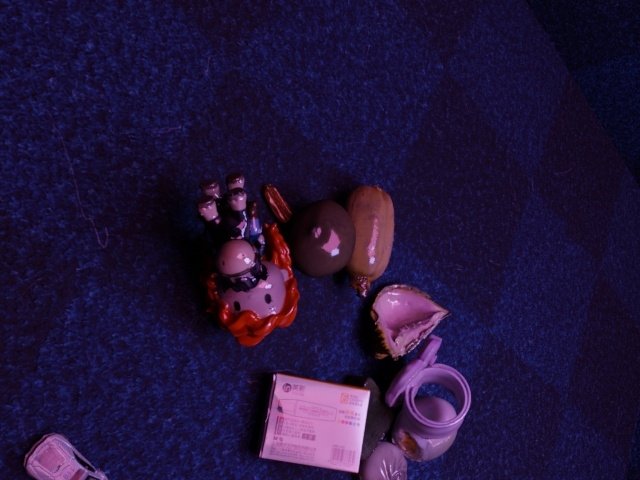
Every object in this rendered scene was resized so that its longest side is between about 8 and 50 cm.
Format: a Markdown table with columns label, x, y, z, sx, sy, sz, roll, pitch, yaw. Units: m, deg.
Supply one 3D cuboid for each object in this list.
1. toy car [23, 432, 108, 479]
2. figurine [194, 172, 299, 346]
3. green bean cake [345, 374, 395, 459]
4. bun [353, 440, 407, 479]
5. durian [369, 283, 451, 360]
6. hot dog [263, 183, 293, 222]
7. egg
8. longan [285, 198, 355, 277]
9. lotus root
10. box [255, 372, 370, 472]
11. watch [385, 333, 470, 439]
| label | x | y | z | sx | sy | sz | roll | pitch | yaw |
| --- | --- | --- | --- | --- | --- | --- | --- | --- | --- |
| toy car | -0.513 | 0.481 | 1.249 | 0.205 | 0.056 | 0.095 | 55 | 54 | -22 |
| figurine | -0.179 | 0.046 | 1.401 | 0.241 | 0.412 | 0.306 | -24 | 58 | -14 |
| green bean cake | 0.113 | 0.510 | 1.759 | 0.183 | 0.094 | 0.185 | -51 | 118 | -32 |
| bun | 0.193 | 0.684 | 1.796 | 0.172 | 0.119 | 0.173 | 3 | 86 | -42 |
| durian | 0.242 | 0.230 | 1.869 | 0.305 | 0.185 | 0.196 | -32 | 81 | -31 |
| hot dog | -0.118 | -0.099 | 1.659 | 0.049 | 0.037 | 0.122 | -36 | 104 | -25 |
| egg | 0.330 | 0.570 | 1.883 | 0.217 | 0.183 | 0.183 | -36 | 109 | -38 |
| longan | 0.000 | 0.000 | 1.650 | 0.196 | 0.196 | 0.220 | 38 | 56 | -32 |
| lotus root | 0.128 | 0.000 | 1.785 | 0.169 | 0.151 | 0.343 | 21 | 73 | -51 |
| box | -0.019 | 0.472 | 1.589 | 0.273 | 0.091 | 0.221 | 16 | 74 | -13 |
| watch | 0.332 | 0.443 | 1.771 | 0.248 | 0.217 | 0.211 | -41 | 153 | -26 |
